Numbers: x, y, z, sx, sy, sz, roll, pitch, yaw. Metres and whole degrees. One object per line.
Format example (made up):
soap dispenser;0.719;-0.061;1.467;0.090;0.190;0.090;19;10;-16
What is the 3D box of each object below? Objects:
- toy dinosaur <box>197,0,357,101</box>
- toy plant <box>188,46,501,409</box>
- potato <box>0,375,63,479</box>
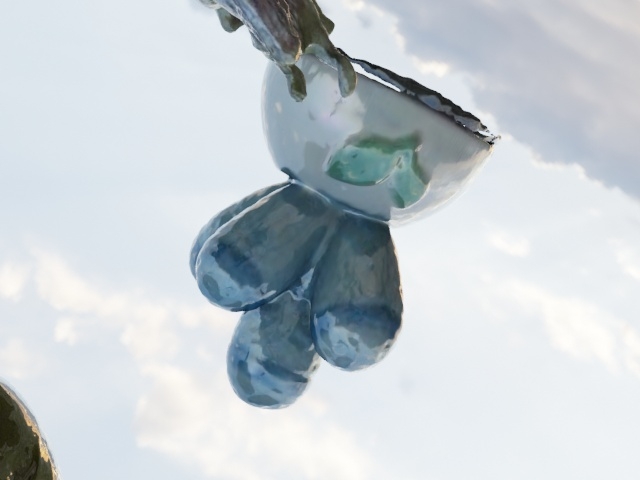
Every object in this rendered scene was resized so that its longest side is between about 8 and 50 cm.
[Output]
toy dinosaur;-0.048;-0.187;0.899;0.162;0.077;0.294;55;176;-41
toy plant;0.000;0.000;1.159;0.247;0.332;0.247;25;-179;-1
potato;-0.329;0.258;1.056;0.243;0.221;0.326;-39;-58;-72
